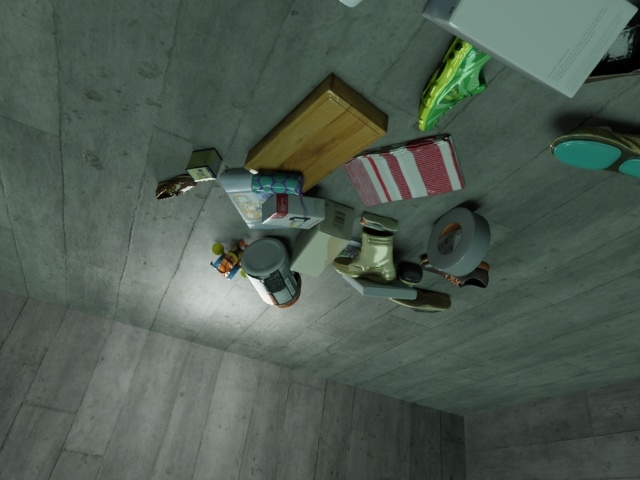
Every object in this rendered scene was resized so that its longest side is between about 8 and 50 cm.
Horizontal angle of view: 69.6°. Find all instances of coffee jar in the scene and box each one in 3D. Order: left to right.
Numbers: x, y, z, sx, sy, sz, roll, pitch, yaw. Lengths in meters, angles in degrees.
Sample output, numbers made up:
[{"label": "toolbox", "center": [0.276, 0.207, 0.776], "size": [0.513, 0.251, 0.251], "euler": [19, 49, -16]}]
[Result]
[{"label": "coffee jar", "center": [0.351, 0.166, 1.903], "size": [0.096, 0.079, 0.184], "euler": [12, 147, -6]}]

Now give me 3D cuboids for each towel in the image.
[{"label": "towel", "center": [0.253, -0.200, 1.405], "size": [0.329, 0.037, 0.237], "euler": [-8, 144, 24]}]

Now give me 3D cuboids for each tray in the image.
[{"label": "tray", "center": [-0.025, -0.277, 1.322], "size": [0.203, 0.076, 0.411], "euler": [29, 143, -28]}]

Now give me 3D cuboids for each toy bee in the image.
[{"label": "toy bee", "center": [-0.353, 0.084, 1.903], "size": [0.195, 0.162, 0.298], "euler": [44, 167, -21]}]

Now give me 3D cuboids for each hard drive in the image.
[{"label": "hard drive", "center": [0.219, 0.167, 1.786], "size": [0.203, 0.040, 0.307], "euler": [5, -174, -11]}]

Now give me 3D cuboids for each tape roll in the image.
[{"label": "tape roll", "center": [0.447, 0.005, 1.503], "size": [0.072, 0.219, 0.219], "euler": [22, 145, -22]}]

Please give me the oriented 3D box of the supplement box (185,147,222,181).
[{"label": "supplement box", "center": [-0.367, -0.239, 1.453], "size": [0.083, 0.083, 0.056], "euler": [-5, 144, 20]}]

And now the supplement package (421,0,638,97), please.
[{"label": "supplement package", "center": [0.372, -0.424, 0.852], "size": [0.293, 0.177, 0.175], "euler": [21, 117, -18]}]

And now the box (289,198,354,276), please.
[{"label": "box", "center": [0.000, 0.000, 1.676], "size": [0.121, 0.147, 0.311], "euler": [18, 148, -14]}]

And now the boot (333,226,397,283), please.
[{"label": "boot", "center": [0.157, 0.041, 1.708], "size": [0.262, 0.095, 0.203], "euler": [13, 122, 35]}]

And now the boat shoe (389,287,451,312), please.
[{"label": "boat shoe", "center": [0.428, 0.271, 2.028], "size": [0.286, 0.102, 0.092], "euler": [8, 143, -9]}]

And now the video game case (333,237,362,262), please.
[{"label": "video game case", "center": [0.110, 0.047, 1.831], "size": [0.173, 0.022, 0.190], "euler": [17, 147, -11]}]

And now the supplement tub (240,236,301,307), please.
[{"label": "supplement tub", "center": [-0.190, 0.145, 1.899], "size": [0.194, 0.193, 0.316], "euler": [0, 146, 14]}]

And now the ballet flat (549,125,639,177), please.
[{"label": "ballet flat", "center": [0.749, -0.232, 1.164], "size": [0.349, 0.123, 0.123], "euler": [13, 147, 0]}]

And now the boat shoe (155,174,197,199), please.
[{"label": "boat shoe", "center": [-0.503, -0.178, 1.602], "size": [0.178, 0.060, 0.064], "euler": [-10, 142, 27]}]

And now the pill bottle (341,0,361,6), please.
[{"label": "pill bottle", "center": [0.115, -0.538, 0.838], "size": [0.124, 0.124, 0.222], "euler": [31, 142, -30]}]

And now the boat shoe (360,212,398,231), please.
[{"label": "boat shoe", "center": [0.207, -0.057, 1.623], "size": [0.137, 0.049, 0.043], "euler": [16, 144, -5]}]

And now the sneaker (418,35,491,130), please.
[{"label": "sneaker", "center": [0.319, -0.358, 1.078], "size": [0.124, 0.109, 0.295], "euler": [19, 146, -8]}]

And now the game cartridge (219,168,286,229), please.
[{"label": "game cartridge", "center": [-0.201, -0.137, 1.601], "size": [0.198, 0.062, 0.297], "euler": [1, 147, 19]}]

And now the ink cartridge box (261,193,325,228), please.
[{"label": "ink cartridge box", "center": [-0.088, -0.095, 1.504], "size": [0.175, 0.072, 0.127], "euler": [6, 162, -27]}]

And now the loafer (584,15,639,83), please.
[{"label": "loafer", "center": [0.660, -0.382, 0.901], "size": [0.366, 0.130, 0.133], "euler": [-13, 114, 30]}]

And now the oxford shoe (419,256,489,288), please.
[{"label": "oxford shoe", "center": [0.519, 0.122, 1.775], "size": [0.272, 0.098, 0.096], "euler": [8, 147, 2]}]

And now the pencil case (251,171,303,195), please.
[{"label": "pencil case", "center": [-0.128, -0.169, 1.387], "size": [0.152, 0.064, 0.070], "euler": [4, 131, 8]}]
